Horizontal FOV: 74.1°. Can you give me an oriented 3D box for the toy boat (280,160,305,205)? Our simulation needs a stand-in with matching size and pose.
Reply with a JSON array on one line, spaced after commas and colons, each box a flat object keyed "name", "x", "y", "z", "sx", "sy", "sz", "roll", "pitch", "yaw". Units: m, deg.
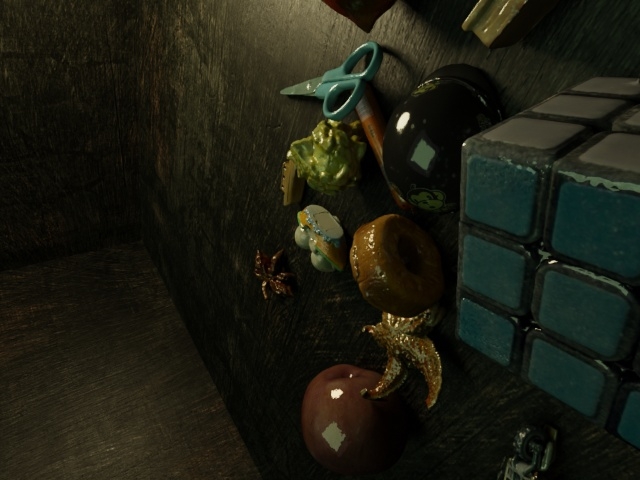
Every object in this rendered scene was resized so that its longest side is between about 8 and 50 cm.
[{"name": "toy boat", "x": -0.081, "y": -0.198, "z": 1.288, "sx": 0.077, "sy": 0.057, "sz": 0.201, "roll": 49, "pitch": 139, "yaw": 41}]

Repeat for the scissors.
[{"name": "scissors", "x": -0.007, "y": -0.391, "z": 1.075, "sx": 0.447, "sy": 0.029, "sz": 0.193, "roll": 26, "pitch": 88, "yaw": 57}]

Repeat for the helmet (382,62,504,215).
[{"name": "helmet", "x": 0.207, "y": -0.180, "z": 0.794, "sx": 0.230, "sy": 0.160, "sz": 0.279, "roll": 11, "pitch": 114, "yaw": 54}]

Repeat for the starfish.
[{"name": "starfish", "x": 0.180, "y": 0.244, "z": 1.020, "sx": 0.312, "sy": 0.112, "sz": 0.304, "roll": 15, "pitch": 90, "yaw": 60}]

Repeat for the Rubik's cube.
[{"name": "Rubik's cube", "x": 0.363, "y": 0.004, "z": 0.478, "sx": 0.305, "sy": 0.303, "sz": 0.301, "roll": 26, "pitch": 137, "yaw": 45}]

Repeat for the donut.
[{"name": "donut", "x": 0.164, "y": 0.052, "z": 0.900, "sx": 0.113, "sy": 0.226, "sz": 0.227, "roll": -38, "pitch": 72, "yaw": 45}]

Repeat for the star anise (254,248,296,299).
[{"name": "star anise", "x": -0.173, "y": 0.127, "z": 1.518, "sx": 0.212, "sy": 0.110, "sz": 0.196, "roll": 13, "pitch": 107, "yaw": 60}]

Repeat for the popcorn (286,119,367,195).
[{"name": "popcorn", "x": 0.032, "y": -0.205, "z": 1.018, "sx": 0.167, "sy": 0.185, "sz": 0.187, "roll": 51, "pitch": 137, "yaw": -9}]

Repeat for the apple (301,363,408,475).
[{"name": "apple", "x": 0.087, "y": 0.467, "z": 1.134, "sx": 0.305, "sy": 0.305, "sz": 0.235, "roll": -6, "pitch": 87, "yaw": 56}]

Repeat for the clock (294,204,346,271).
[{"name": "clock", "x": 0.000, "y": 0.000, "z": 1.212, "sx": 0.231, "sy": 0.103, "sz": 0.144, "roll": 53, "pitch": 142, "yaw": 31}]

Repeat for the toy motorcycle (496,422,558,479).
[{"name": "toy motorcycle", "x": 0.416, "y": 0.460, "z": 0.814, "sx": 0.094, "sy": 0.129, "sz": 0.230, "roll": -160, "pitch": 73, "yaw": -74}]

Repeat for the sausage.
[{"name": "sausage", "x": 0.142, "y": -0.217, "z": 0.962, "sx": 0.053, "sy": 0.053, "sz": 0.348, "roll": -34, "pitch": 76, "yaw": 55}]

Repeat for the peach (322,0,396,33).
[{"name": "peach", "x": 0.071, "y": -0.529, "z": 0.792, "sx": 0.232, "sy": 0.232, "sz": 0.257, "roll": 27, "pitch": 126, "yaw": 47}]

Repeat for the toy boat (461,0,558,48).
[{"name": "toy boat", "x": 0.308, "y": -0.368, "z": 0.612, "sx": 0.061, "sy": 0.116, "sz": 0.188, "roll": 59, "pitch": 146, "yaw": 13}]
